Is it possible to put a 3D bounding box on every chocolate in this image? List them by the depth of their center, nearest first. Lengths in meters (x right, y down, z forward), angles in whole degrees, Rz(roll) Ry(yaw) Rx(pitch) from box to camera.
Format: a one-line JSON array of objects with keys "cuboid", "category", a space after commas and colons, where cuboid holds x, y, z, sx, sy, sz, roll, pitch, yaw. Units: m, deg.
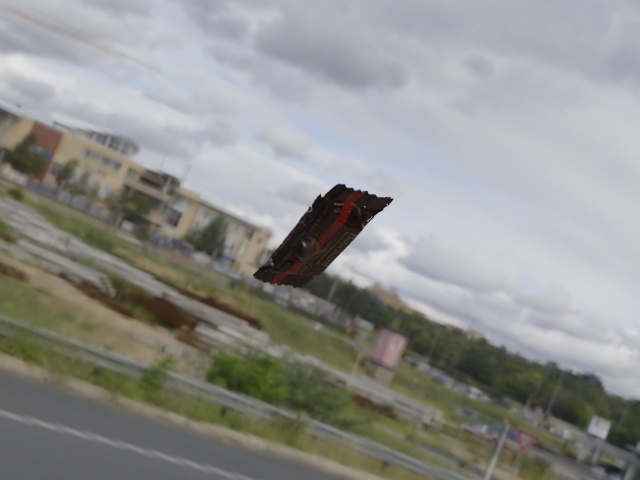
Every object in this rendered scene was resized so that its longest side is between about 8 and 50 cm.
[{"cuboid": [0.000, 0.000, 1.197, 0.086, 0.182, 0.028, 14, 43, -37], "category": "chocolate"}]
